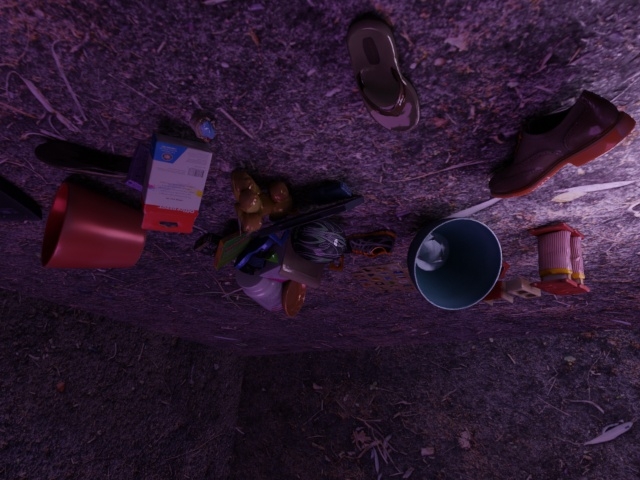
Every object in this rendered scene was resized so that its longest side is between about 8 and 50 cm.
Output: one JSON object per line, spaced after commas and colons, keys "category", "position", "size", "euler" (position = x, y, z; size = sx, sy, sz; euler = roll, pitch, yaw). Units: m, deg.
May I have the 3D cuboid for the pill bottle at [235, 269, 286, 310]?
{"category": "pill bottle", "position": [-0.242, 0.190, 1.747], "size": [0.161, 0.160, 0.283], "euler": [-4, 153, 16]}

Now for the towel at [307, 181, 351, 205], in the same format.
{"category": "towel", "position": [0.027, -0.139, 1.195], "size": [0.120, 0.029, 0.067], "euler": [-13, 149, 31]}

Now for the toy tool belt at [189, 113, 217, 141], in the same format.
{"category": "toy tool belt", "position": [-0.269, -0.263, 0.959], "size": [0.051, 0.052, 0.083], "euler": [5, 156, 16]}

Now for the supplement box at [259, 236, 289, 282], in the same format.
{"category": "supplement box", "position": [-0.128, 0.076, 1.556], "size": [0.111, 0.113, 0.220], "euler": [23, 147, -35]}

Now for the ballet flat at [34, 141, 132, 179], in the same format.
{"category": "ballet flat", "position": [-0.623, -0.206, 1.094], "size": [0.250, 0.084, 0.058], "euler": [8, 153, -21]}

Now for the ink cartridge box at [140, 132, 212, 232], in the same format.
{"category": "ink cartridge box", "position": [-0.372, -0.139, 1.025], "size": [0.134, 0.078, 0.230], "euler": [6, 117, -33]}

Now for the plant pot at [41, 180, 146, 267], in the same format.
{"category": "plant pot", "position": [-0.711, -0.028, 1.288], "size": [0.243, 0.274, 0.275], "euler": [14, 153, -42]}

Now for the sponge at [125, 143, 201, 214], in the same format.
{"category": "sponge", "position": [-0.417, -0.160, 1.111], "size": [0.031, 0.117, 0.210], "euler": [-19, 146, 36]}

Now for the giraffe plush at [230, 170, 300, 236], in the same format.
{"category": "giraffe plush", "position": [-0.154, -0.106, 1.166], "size": [0.171, 0.181, 0.210], "euler": [-12, 147, -17]}

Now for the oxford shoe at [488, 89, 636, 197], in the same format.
{"category": "oxford shoe", "position": [0.503, -0.212, 0.932], "size": [0.133, 0.130, 0.364], "euler": [42, 155, -2]}

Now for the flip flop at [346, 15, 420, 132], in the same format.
{"category": "flip flop", "position": [0.125, -0.302, 0.796], "size": [0.113, 0.079, 0.277], "euler": [-7, 152, 21]}

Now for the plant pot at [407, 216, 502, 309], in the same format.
{"category": "plant pot", "position": [0.403, 0.056, 1.323], "size": [0.291, 0.289, 0.195], "euler": [10, -171, -13]}

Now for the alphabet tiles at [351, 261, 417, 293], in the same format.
{"category": "alphabet tiles", "position": [0.311, 0.175, 1.817], "size": [0.286, 0.011, 0.342], "euler": [-8, 152, 23]}

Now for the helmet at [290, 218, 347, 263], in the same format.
{"category": "helmet", "position": [0.000, 0.000, 1.333], "size": [0.162, 0.169, 0.170], "euler": [0, 159, 47]}

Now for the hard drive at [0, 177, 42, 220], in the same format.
{"category": "hard drive", "position": [-1.043, -0.143, 1.295], "size": [0.172, 0.054, 0.254], "euler": [-1, 153, 8]}

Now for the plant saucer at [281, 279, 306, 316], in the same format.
{"category": "plant saucer", "position": [-0.121, 0.238, 1.795], "size": [0.037, 0.199, 0.200], "euler": [10, 157, 23]}

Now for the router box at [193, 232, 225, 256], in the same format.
{"category": "router box", "position": [-0.420, 0.019, 1.561], "size": [0.092, 0.038, 0.123], "euler": [22, 148, -34]}

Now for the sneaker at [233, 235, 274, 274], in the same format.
{"category": "sneaker", "position": [-0.229, 0.054, 1.524], "size": [0.091, 0.081, 0.232], "euler": [32, 132, -26]}

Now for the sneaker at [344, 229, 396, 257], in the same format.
{"category": "sneaker", "position": [0.164, 0.023, 1.447], "size": [0.215, 0.083, 0.084], "euler": [-13, 151, 32]}

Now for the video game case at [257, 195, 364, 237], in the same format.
{"category": "video game case", "position": [-0.023, -0.071, 1.189], "size": [0.275, 0.026, 0.196], "euler": [-17, -174, 23]}

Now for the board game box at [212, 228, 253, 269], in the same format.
{"category": "board game box", "position": [-0.322, 0.025, 1.489], "size": [0.124, 0.039, 0.259], "euler": [-30, 172, -30]}

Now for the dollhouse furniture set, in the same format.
{"category": "dollhouse furniture set", "position": [0.703, 0.094, 1.410], "size": [0.152, 0.201, 0.374], "euler": [19, 156, -29]}

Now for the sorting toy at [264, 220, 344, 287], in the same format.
{"category": "sorting toy", "position": [-0.057, 0.054, 1.430], "size": [0.348, 0.195, 0.047], "euler": [26, 165, -36]}
